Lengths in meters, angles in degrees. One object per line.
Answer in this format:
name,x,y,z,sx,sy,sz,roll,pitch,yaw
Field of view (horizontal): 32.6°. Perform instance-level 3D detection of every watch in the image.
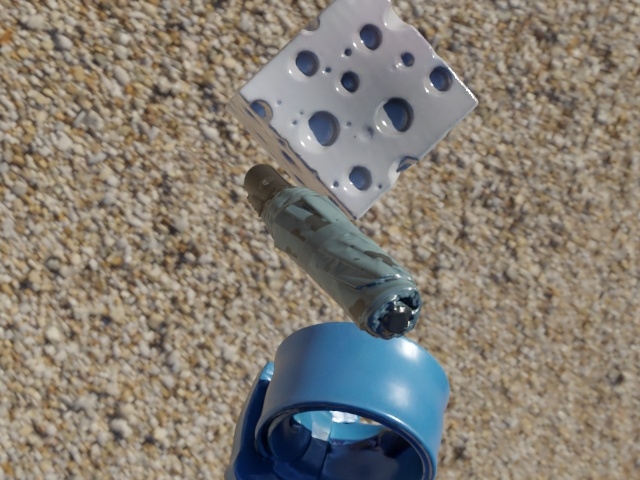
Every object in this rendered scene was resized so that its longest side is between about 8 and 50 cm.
watch,0.058,0.258,1.422,0.305,0.241,0.274,30,135,-18

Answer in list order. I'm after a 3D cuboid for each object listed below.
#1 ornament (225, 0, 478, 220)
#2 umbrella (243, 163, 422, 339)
ornament,0.034,-0.194,1.559,0.239,0.240,0.240,-43,98,-5
umbrella,0.000,-0.002,0.850,0.052,0.250,0.053,13,110,-33
